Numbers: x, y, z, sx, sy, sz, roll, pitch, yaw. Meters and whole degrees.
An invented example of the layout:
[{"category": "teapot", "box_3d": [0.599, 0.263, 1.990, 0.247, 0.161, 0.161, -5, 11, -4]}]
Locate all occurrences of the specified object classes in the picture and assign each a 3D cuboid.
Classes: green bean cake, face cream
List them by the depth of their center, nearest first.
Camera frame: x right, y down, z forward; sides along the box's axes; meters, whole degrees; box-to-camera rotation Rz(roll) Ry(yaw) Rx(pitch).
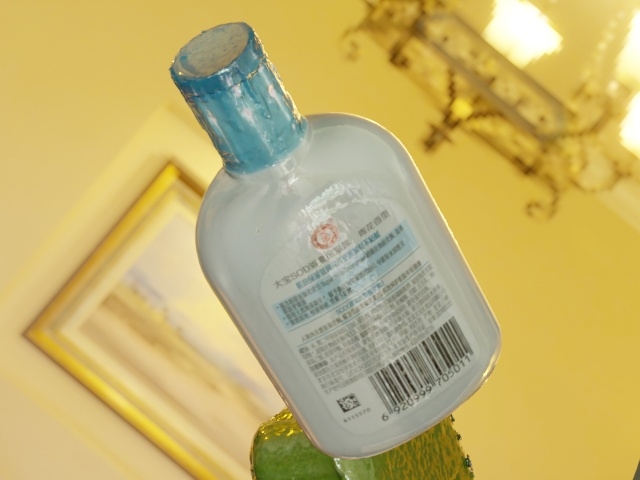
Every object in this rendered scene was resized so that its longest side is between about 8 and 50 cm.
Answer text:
[{"category": "face cream", "box_3d": [0.000, 0.000, 1.268, 0.337, 0.163, 0.080, 59, -4, -35]}, {"category": "green bean cake", "box_3d": [0.047, 0.265, 1.921, 0.250, 0.156, 0.247, -32, 103, -60]}]

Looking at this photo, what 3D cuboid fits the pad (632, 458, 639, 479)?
[{"category": "pad", "box_3d": [0.397, 0.296, 1.806, 0.265, 0.159, 0.009, 36, -29, -16]}]
